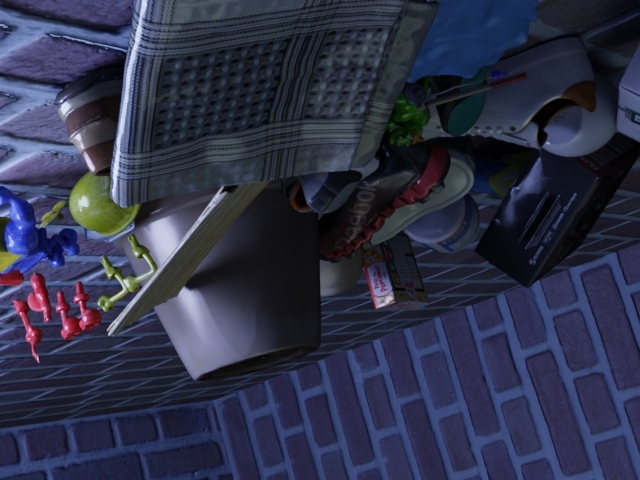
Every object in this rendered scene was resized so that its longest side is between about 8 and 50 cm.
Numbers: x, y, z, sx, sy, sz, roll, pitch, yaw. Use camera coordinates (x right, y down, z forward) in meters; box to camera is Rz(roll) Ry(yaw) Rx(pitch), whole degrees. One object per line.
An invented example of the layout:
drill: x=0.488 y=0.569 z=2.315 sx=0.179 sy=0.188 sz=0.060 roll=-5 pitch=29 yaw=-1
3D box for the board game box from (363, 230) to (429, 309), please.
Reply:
board game box: x=0.123 y=0.027 z=2.185 sx=0.045 sy=0.193 sz=0.147 roll=-22 pitch=166 yaw=26

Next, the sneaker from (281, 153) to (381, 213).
sneaker: x=-0.017 y=-0.090 z=1.529 sx=0.108 sy=0.100 sz=0.271 roll=-56 pitch=-166 yaw=-3

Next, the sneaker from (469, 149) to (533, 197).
sneaker: x=0.312 y=-0.120 z=2.088 sx=0.126 sy=0.091 sz=0.240 roll=12 pitch=-172 yaw=16

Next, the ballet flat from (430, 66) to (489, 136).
ballet flat: x=0.173 y=-0.201 z=1.519 sx=0.074 sy=0.074 sz=0.203 roll=-15 pitch=162 yaw=-3

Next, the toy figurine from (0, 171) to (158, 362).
toy figurine: x=-0.400 y=0.026 z=1.556 sx=0.217 sy=0.191 sz=0.362 roll=1 pitch=158 yaw=-41

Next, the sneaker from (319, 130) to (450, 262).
sneaker: x=0.060 y=-0.073 z=1.796 sx=0.135 sy=0.098 sz=0.276 roll=34 pitch=127 yaw=-22

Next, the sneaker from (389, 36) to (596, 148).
sneaker: x=0.230 y=-0.167 z=1.629 sx=0.290 sy=0.123 sz=0.106 roll=-20 pitch=169 yaw=24

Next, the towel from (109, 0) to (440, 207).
towel: x=-0.043 y=-0.159 z=1.215 sx=0.324 sy=0.056 sz=0.312 roll=-11 pitch=142 yaw=-26

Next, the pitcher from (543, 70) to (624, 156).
pitcher: x=0.356 y=-0.186 z=1.752 sx=0.177 sy=0.125 sz=0.207 roll=-6 pitch=-173 yaw=35

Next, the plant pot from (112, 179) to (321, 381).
plant pot: x=-0.126 y=0.046 z=1.750 sx=0.323 sy=0.280 sz=0.323 roll=-15 pitch=169 yaw=-3

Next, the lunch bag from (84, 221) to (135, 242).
lunch bag: x=-0.286 y=-0.043 z=1.635 sx=0.083 sy=0.071 sz=0.053 roll=-23 pitch=162 yaw=40

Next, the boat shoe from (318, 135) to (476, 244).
boat shoe: x=0.112 y=-0.078 z=1.909 sx=0.305 sy=0.109 sz=0.091 roll=-24 pitch=-150 yaw=30

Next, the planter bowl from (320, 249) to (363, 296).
planter bowl: x=0.000 y=0.000 z=2.049 sx=0.162 sy=0.162 sz=0.109 roll=-12 pitch=141 yaw=-19

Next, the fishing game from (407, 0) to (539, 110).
fishing game: x=0.145 y=-0.238 z=1.329 sx=0.189 sy=0.041 sz=0.264 roll=-17 pitch=151 yaw=6

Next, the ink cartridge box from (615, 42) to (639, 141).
ink cartridge box: x=0.457 y=-0.221 z=1.565 sx=0.092 sy=0.160 sz=0.219 roll=26 pitch=177 yaw=16

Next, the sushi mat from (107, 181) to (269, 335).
sushi mat: x=-0.149 y=0.003 z=1.479 sx=0.316 sy=0.019 sz=0.151 roll=-47 pitch=173 yaw=39

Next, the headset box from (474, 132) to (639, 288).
headset box: x=0.375 y=-0.065 z=1.910 sx=0.293 sy=0.110 sz=0.218 roll=-26 pitch=148 yaw=-58

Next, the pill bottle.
pill bottle: x=0.217 y=-0.043 z=2.161 sx=0.124 sy=0.124 sz=0.221 roll=-19 pitch=168 yaw=14

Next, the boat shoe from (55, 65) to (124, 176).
boat shoe: x=-0.148 y=-0.117 z=1.366 sx=0.324 sy=0.120 sz=0.122 roll=-4 pitch=163 yaw=-43

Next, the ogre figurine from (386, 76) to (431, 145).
ogre figurine: x=0.075 y=-0.169 z=1.507 sx=0.118 sy=0.097 sz=0.197 roll=0 pitch=154 yaw=9
